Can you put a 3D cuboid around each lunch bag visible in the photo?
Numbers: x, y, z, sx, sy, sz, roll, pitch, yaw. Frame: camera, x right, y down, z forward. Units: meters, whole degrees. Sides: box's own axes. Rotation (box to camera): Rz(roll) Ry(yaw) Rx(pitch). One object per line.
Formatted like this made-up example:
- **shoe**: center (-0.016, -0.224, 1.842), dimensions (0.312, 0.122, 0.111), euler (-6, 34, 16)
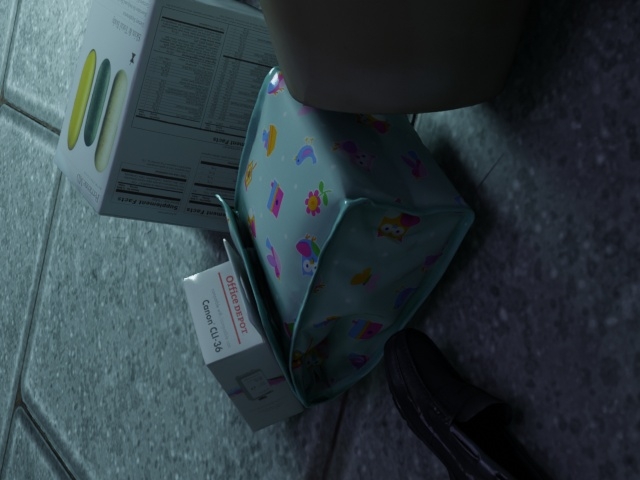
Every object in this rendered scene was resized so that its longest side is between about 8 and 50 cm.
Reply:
- **lunch bag**: center (0.000, 0.000, 0.990), dimensions (0.262, 0.160, 0.223), euler (-65, 35, 35)

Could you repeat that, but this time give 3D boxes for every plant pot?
- **plant pot**: center (0.063, -0.262, 0.852), dimensions (0.323, 0.323, 0.280), euler (30, 128, 55)

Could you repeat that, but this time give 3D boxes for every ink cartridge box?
- **ink cartridge box**: center (-0.085, 0.101, 1.073), dimensions (0.198, 0.067, 0.115), euler (68, 179, -52)

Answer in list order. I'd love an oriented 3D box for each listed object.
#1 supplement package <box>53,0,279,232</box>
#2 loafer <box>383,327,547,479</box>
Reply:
- **supplement package**: center (-0.180, -0.173, 1.259), dimensions (0.199, 0.198, 0.263), euler (38, 115, 52)
- **loafer**: center (0.125, 0.153, 0.847), dimensions (0.078, 0.076, 0.223), euler (-54, 47, 28)
